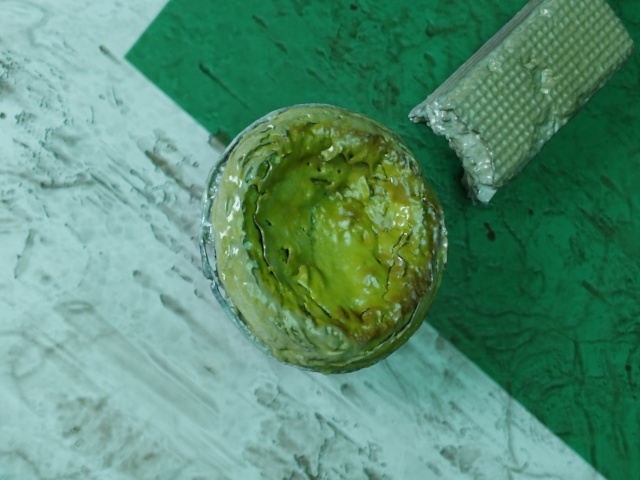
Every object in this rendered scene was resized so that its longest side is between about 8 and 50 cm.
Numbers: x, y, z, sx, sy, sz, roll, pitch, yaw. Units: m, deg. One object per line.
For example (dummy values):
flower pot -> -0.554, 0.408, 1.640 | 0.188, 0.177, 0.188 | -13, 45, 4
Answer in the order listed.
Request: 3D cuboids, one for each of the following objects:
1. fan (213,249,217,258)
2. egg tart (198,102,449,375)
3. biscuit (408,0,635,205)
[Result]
fan -> -0.059, -0.008, 1.271 | 0.056, 0.004, 0.083 | 30, 72, -20
egg tart -> 0.000, 0.000, 1.245 | 0.234, 0.094, 0.234 | 5, 79, -28
biscuit -> 0.194, -0.147, 1.376 | 0.239, 0.062, 0.108 | -44, 103, -22
